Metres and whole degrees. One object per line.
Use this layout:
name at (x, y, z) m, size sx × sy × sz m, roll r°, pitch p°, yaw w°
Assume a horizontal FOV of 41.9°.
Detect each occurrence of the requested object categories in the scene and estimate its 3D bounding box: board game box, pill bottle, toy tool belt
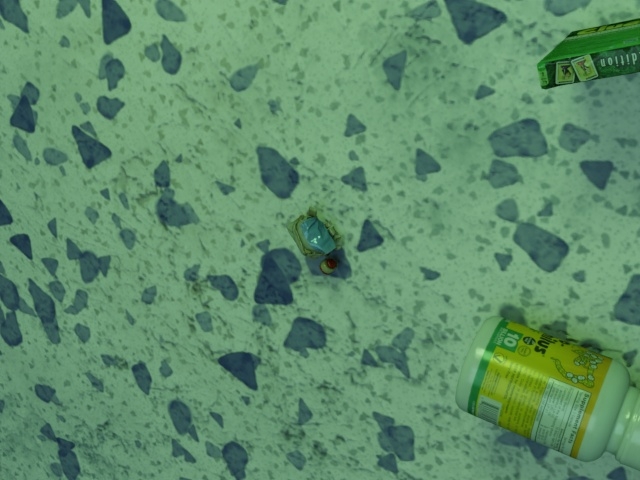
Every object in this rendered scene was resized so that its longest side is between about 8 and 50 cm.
board game box at (0.331, -0.180, 0.719) m, size 0.260 × 0.136 × 0.030 m, roll -5°, pitch 114°, yaw 33°
pill bottle at (0.266, 0.171, 0.921) m, size 0.208 × 0.117 × 0.117 m, roll 21°, pitch 120°, yaw 22°
toy tool belt at (0.000, 0.000, 1.047) m, size 0.083 × 0.052 × 0.051 m, roll 52°, pitch 135°, yaw 0°
